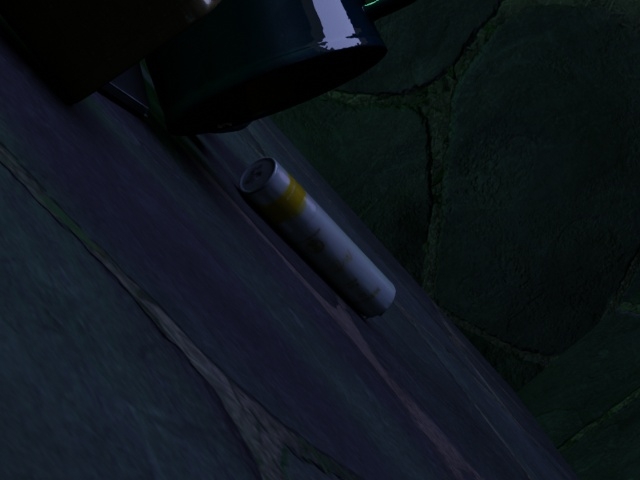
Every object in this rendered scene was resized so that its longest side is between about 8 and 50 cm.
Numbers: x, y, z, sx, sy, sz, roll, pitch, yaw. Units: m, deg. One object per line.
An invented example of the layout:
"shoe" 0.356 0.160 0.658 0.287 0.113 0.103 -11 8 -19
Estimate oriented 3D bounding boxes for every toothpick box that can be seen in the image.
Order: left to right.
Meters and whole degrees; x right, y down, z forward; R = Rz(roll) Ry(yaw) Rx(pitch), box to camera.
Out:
"toothpick box" -0.211 -0.282 1.069 0.308 0.187 0.190 53 24 -15

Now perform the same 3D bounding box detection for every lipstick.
"lipstick" 0.000 0.000 1.705 0.264 0.059 0.059 46 5 -36

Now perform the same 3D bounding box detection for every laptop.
"laptop" -0.204 -0.192 1.300 0.180 0.016 0.129 35 40 -76

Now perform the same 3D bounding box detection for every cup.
"cup" -0.073 -0.297 1.446 0.242 0.308 0.292 -16 83 -51

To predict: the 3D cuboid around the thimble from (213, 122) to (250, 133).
"thimble" -0.125 -0.202 1.636 0.150 0.150 0.098 48 3 -10
